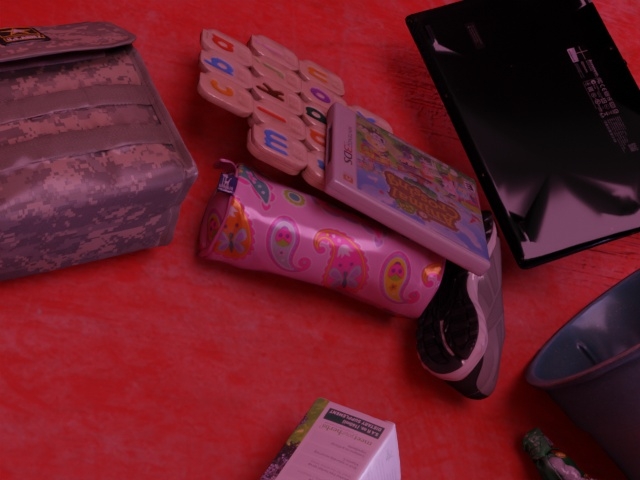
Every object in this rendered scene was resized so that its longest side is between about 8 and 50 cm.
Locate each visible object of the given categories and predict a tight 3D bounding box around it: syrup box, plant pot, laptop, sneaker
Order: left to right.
[{"bbox_3d":[-0.015,0.280,1.125,0.093,0.096,0.237,16,46,27],"label":"syrup box"},{"bbox_3d":[0.177,0.074,1.378,0.108,0.100,0.271,50,37,-36],"label":"sneaker"},{"bbox_3d":[0.353,-0.148,1.586,0.408,0.236,0.382,-17,71,-14],"label":"laptop"},{"bbox_3d":[0.475,0.202,1.324,0.341,0.341,0.334,-35,91,-37],"label":"plant pot"}]

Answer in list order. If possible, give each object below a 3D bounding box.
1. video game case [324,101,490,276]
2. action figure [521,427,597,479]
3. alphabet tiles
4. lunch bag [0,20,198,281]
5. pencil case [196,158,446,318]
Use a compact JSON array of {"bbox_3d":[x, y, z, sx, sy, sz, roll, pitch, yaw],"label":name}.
[{"bbox_3d":[0.100,-0.064,1.321,0.212,0.023,0.193,28,30,-16],"label":"video game case"},{"bbox_3d":[0.321,0.308,1.305,0.063,0.137,0.232,-44,76,-4],"label":"action figure"},{"bbox_3d":[-0.025,-0.154,1.363,0.278,0.021,0.284,25,31,-21],"label":"alphabet tiles"},{"bbox_3d":[-0.295,-0.122,1.187,0.235,0.169,0.287,-14,62,-29],"label":"lunch bag"},{"bbox_3d":[0.000,0.000,1.297,0.284,0.124,0.124,19,56,-15],"label":"pencil case"}]
